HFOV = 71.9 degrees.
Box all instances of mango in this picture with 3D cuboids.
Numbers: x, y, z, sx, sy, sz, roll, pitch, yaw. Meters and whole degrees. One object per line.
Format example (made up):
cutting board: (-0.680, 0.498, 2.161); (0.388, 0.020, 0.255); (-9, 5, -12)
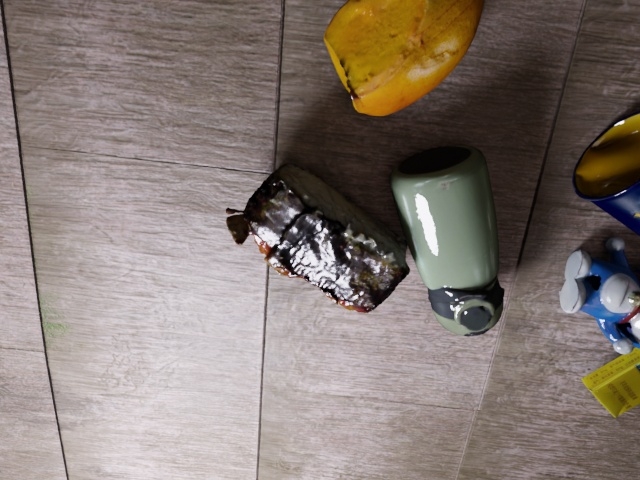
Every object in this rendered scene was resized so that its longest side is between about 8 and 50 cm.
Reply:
mango: (0.145, -0.323, 0.701); (0.256, 0.138, 0.187); (-25, 99, 9)

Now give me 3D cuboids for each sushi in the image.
sushi: (0.000, 0.000, 0.799); (0.343, 0.196, 0.182); (32, 102, -9)

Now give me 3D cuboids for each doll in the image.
doll: (0.592, 0.109, 0.832); (0.256, 0.161, 0.215); (17, 85, 0)

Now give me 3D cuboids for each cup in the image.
cup: (0.616, -0.101, 0.720); (0.256, 0.178, 0.255); (30, 136, -10)

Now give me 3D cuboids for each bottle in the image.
bottle: (0.245, 0.013, 0.807); (0.168, 0.168, 0.347); (-17, 112, 9)

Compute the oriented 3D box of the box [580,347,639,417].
box: (0.705, 0.261, 0.920); (0.279, 0.041, 0.153); (-41, 120, 16)
